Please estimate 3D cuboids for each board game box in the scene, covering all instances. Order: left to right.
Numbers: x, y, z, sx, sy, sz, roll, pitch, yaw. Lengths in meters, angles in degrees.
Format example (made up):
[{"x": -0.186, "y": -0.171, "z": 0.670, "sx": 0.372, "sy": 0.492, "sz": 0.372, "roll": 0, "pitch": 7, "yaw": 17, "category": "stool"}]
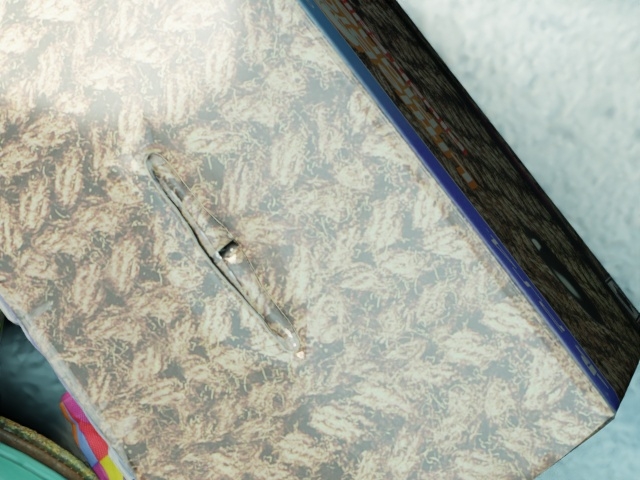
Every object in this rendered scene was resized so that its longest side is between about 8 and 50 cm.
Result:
[{"x": 0.000, "y": 0.000, "z": 0.677, "sx": 0.141, "sy": 0.291, "sz": 0.232, "roll": -38, "pitch": 84, "yaw": 11, "category": "board game box"}]

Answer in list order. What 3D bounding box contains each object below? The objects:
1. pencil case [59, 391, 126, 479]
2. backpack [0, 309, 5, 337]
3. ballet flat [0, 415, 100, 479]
[{"x": -0.024, "y": 0.144, "z": 0.790, "sx": 0.104, "sy": 0.104, "sz": 0.236, "roll": -32, "pitch": 87, "yaw": 12, "category": "pencil case"}, {"x": -0.248, "y": -0.032, "z": 0.767, "sx": 0.254, "sy": 0.225, "sz": 0.191, "roll": 29, "pitch": 101, "yaw": 15, "category": "backpack"}, {"x": -0.264, "y": 0.121, "z": 0.825, "sx": 0.349, "sy": 0.123, "sz": 0.123, "roll": 5, "pitch": 93, "yaw": -7, "category": "ballet flat"}]
